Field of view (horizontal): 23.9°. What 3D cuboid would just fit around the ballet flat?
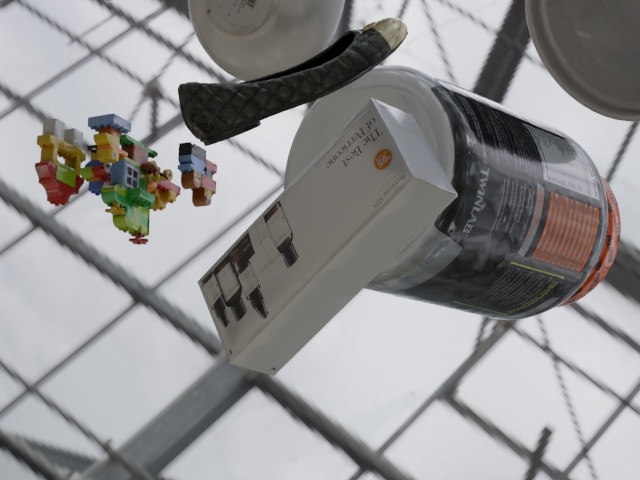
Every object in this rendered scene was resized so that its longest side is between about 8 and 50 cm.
[{"bbox_3d":[-0.017,-0.120,1.063,0.049,0.173,0.057,66,-8,-10],"label":"ballet flat"}]

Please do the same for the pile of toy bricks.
[{"bbox_3d":[-0.191,-0.049,1.541,0.118,0.105,0.212,-6,-17,27],"label":"pile of toy bricks"}]

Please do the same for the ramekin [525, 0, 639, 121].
[{"bbox_3d":[0.320,-0.234,1.523,0.207,0.109,0.207,31,-42,34],"label":"ramekin"}]

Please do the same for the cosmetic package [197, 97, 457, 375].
[{"bbox_3d":[0.000,0.000,1.267,0.239,0.060,0.099,-46,-130,24],"label":"cosmetic package"}]

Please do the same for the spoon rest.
[{"bbox_3d":[-0.018,-0.249,1.154,0.137,0.084,0.276,34,-65,23],"label":"spoon rest"}]

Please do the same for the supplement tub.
[{"bbox_3d":[0.141,-0.035,1.466,0.207,0.338,0.207,-10,-106,37],"label":"supplement tub"}]
